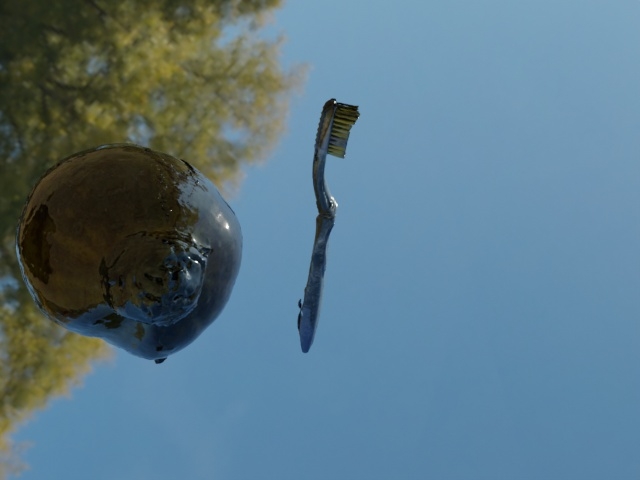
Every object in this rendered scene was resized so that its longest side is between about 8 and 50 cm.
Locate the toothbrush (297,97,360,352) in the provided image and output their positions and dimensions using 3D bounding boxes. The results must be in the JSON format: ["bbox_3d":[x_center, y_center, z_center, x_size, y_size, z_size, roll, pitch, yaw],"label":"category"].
[{"bbox_3d":[0.000,0.000,1.293,0.413,0.042,0.035,99,12,-47],"label":"toothbrush"}]

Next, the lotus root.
[{"bbox_3d":[-0.104,0.002,0.615,0.120,0.120,0.209,-52,-161,-6],"label":"lotus root"}]
